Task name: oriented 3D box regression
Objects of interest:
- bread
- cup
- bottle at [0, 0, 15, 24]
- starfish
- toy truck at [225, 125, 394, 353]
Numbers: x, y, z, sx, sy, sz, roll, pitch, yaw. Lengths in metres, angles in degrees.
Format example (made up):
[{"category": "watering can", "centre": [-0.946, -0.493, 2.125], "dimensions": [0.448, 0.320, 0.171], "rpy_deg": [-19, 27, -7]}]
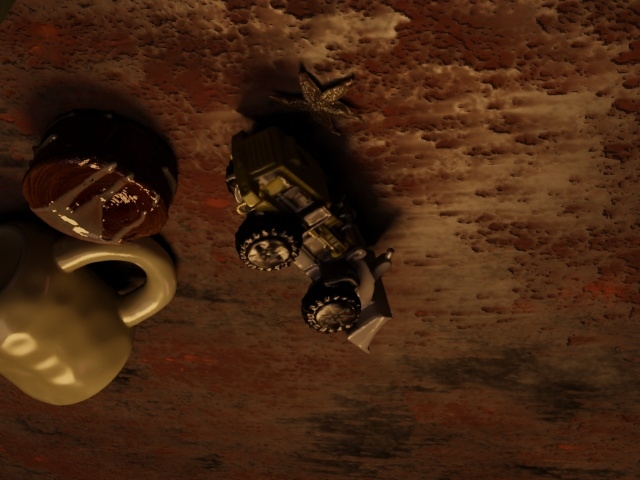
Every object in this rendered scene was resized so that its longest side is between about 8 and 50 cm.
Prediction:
[{"category": "bread", "centre": [-0.233, -0.063, 1.029], "dimensions": [0.160, 0.073, 0.160], "rpy_deg": [5, 147, 4]}, {"category": "cup", "centre": [-0.313, 0.085, 1.176], "dimensions": [0.255, 0.173, 0.202], "rpy_deg": [-6, 143, 25]}, {"category": "bottle", "centre": [-0.310, -0.165, 0.663], "dimensions": [0.168, 0.347, 0.168], "rpy_deg": [9, 145, 7]}, {"category": "starfish", "centre": [-0.003, -0.128, 0.919], "dimensions": [0.086, 0.016, 0.092], "rpy_deg": [0, 147, 20]}, {"category": "toy truck", "centre": [0.000, 0.000, 1.003], "dimensions": [0.111, 0.136, 0.286], "rpy_deg": [-29, 133, 17]}]
